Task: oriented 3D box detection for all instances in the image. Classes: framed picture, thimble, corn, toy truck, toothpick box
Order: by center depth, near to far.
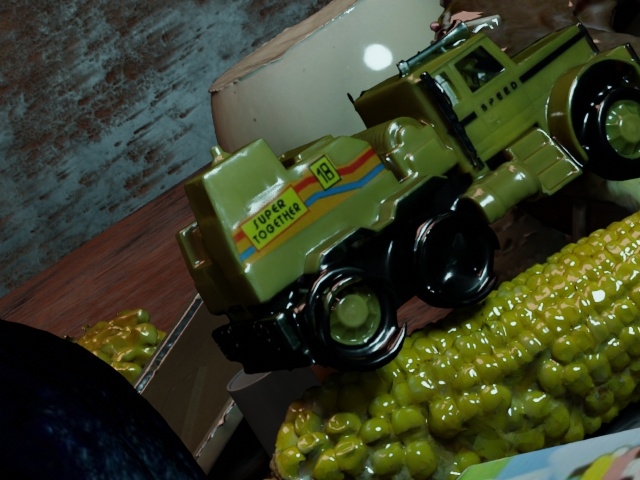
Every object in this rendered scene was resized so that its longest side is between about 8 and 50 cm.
[{"bbox_3d":[0.115,0.057,0.752,0.320,0.097,0.097,-30,11,2],"label":"corn"},{"bbox_3d":[0.052,-0.034,0.779,0.257,0.127,0.127,-30,6,-23],"label":"toy truck"},{"bbox_3d":[-0.014,0.110,0.905,0.052,0.083,0.052,-31,10,6],"label":"toothpick box"},{"bbox_3d":[-0.104,0.123,1.065,0.213,0.016,0.289,-22,30,54],"label":"framed picture"},{"bbox_3d":[0.123,0.001,1.065,0.110,0.062,0.084,-24,14,41],"label":"thimble"}]

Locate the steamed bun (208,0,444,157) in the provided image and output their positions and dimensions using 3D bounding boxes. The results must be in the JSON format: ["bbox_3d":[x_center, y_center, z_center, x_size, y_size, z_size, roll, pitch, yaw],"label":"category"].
[{"bbox_3d":[0.046,-0.148,1.564,0.324,0.206,0.324,-34,11,7],"label":"steamed bun"}]

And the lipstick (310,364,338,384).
[{"bbox_3d":[-0.004,0.075,1.118,0.057,0.057,0.356,-30,11,11],"label":"lipstick"}]

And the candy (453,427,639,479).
[{"bbox_3d":[0.125,0.111,0.478,0.194,0.097,0.062,-22,12,43],"label":"candy"}]

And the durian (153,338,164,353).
[{"bbox_3d":[-0.079,0.081,1.261,0.140,0.071,0.110,-45,6,3],"label":"durian"}]

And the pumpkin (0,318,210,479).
[{"bbox_3d":[-0.198,0.189,0.595,0.363,0.266,0.363,-36,10,7],"label":"pumpkin"}]

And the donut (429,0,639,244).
[{"bbox_3d":[0.222,-0.140,1.018,0.345,0.136,0.259,-35,39,-18],"label":"donut"}]

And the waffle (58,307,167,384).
[{"bbox_3d":[-0.284,0.162,1.499,0.293,0.069,0.260,-36,10,-13],"label":"waffle"}]
